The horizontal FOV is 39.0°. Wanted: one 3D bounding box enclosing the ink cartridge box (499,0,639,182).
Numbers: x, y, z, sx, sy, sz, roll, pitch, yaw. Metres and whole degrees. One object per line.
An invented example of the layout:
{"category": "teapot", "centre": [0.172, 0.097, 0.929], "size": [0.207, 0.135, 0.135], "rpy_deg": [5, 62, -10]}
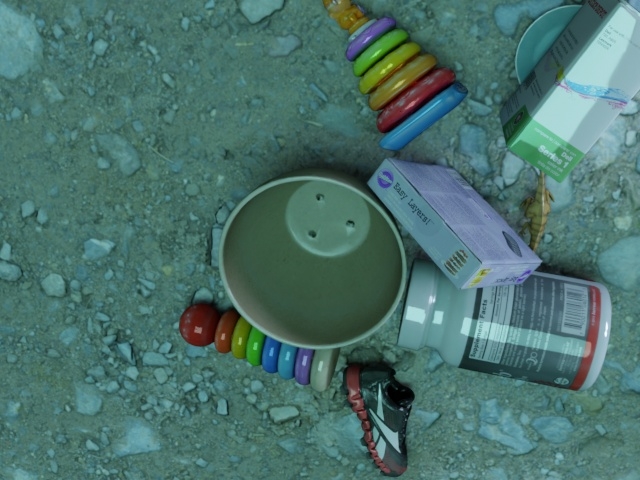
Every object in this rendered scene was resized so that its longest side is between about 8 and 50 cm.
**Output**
{"category": "ink cartridge box", "centre": [0.426, -0.260, 1.476], "size": [0.117, 0.201, 0.278], "rpy_deg": [33, 114, -7]}

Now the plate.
{"category": "plate", "centre": [0.434, -0.317, 1.574], "size": [0.188, 0.024, 0.188], "rpy_deg": [4, 115, 8]}

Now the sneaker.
{"category": "sneaker", "centre": [0.144, 0.375, 1.884], "size": [0.135, 0.097, 0.276], "rpy_deg": [-15, 109, 17]}

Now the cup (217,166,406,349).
{"category": "cup", "centre": [0.000, 0.000, 1.664], "size": [0.331, 0.237, 0.331], "rpy_deg": [3, 113, 8]}

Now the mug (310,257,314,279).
{"category": "mug", "centre": [-0.040, 0.077, 1.812], "size": [0.064, 0.078, 0.062], "rpy_deg": [9, 148, 14]}

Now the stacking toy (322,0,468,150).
{"category": "stacking toy", "centre": [0.105, -0.321, 1.572], "size": [0.165, 0.175, 0.302], "rpy_deg": [-37, 90, 21]}

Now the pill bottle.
{"category": "pill bottle", "centre": [0.337, 0.148, 1.693], "size": [0.363, 0.210, 0.210], "rpy_deg": [11, 115, 5]}

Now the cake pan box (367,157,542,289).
{"category": "cake pan box", "centre": [0.231, -0.034, 1.560], "size": [0.070, 0.245, 0.267], "rpy_deg": [-50, 65, 23]}

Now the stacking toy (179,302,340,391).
{"category": "stacking toy", "centre": [-0.130, 0.205, 1.844], "size": [0.330, 0.141, 0.141], "rpy_deg": [13, 115, 10]}

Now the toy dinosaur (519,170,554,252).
{"category": "toy dinosaur", "centre": [0.399, -0.064, 1.643], "size": [0.064, 0.112, 0.211], "rpy_deg": [4, 114, 8]}
